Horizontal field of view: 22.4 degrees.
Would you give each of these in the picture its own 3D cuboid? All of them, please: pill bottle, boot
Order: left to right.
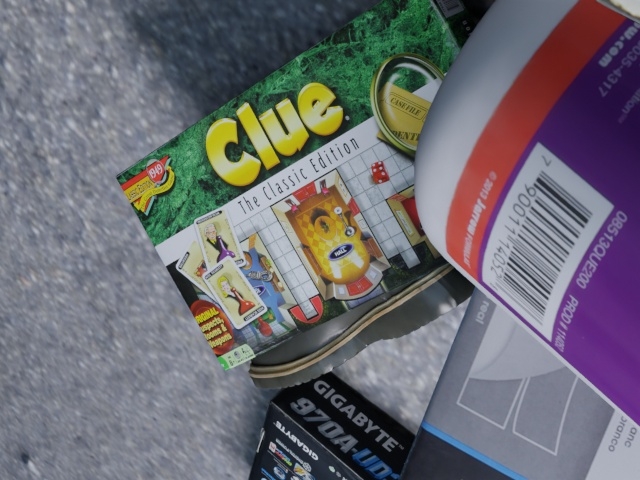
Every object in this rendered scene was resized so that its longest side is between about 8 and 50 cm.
[{"bbox_3d":[0.000,0.000,0.957,0.198,0.077,0.137,-31,95,41],"label":"boot"},{"bbox_3d":[0.197,0.024,0.551,0.323,0.181,0.181,43,145,23],"label":"pill bottle"}]

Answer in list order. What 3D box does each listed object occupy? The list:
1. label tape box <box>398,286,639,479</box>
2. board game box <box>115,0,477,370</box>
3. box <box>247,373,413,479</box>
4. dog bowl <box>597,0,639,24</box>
[{"bbox_3d":[0.213,0.114,0.705,0.333,0.106,0.241,26,103,27],"label":"label tape box"},{"bbox_3d":[0.002,-0.029,0.878,0.259,0.030,0.136,-29,89,42],"label":"board game box"},{"bbox_3d":[0.046,0.210,1.104,0.220,0.051,0.175,38,143,19],"label":"box"},{"bbox_3d":[0.182,-0.243,0.406,0.408,0.150,0.408,15,126,21],"label":"dog bowl"}]
